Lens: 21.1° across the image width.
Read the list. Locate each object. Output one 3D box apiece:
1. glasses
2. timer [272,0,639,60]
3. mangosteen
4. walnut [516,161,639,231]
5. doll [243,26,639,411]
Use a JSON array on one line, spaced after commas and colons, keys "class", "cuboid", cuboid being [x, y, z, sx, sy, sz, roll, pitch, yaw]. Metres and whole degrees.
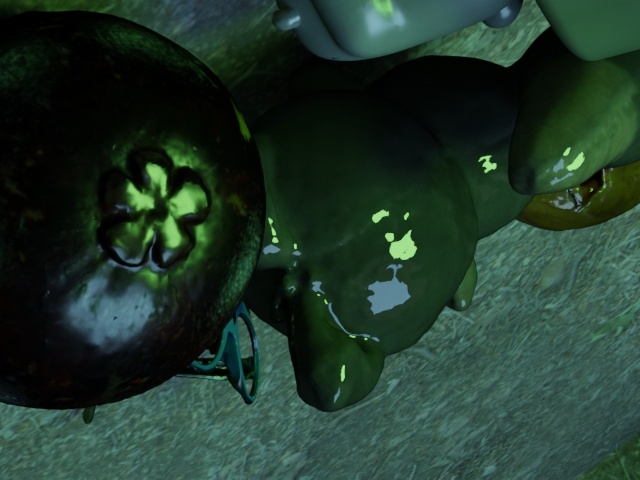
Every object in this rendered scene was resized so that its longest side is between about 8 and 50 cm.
[{"class": "glasses", "cuboid": [-0.149, 0.128, 1.637, 0.207, 0.102, 0.239, -40, 156, 5]}, {"class": "timer", "cuboid": [0.108, -0.231, 1.222, 0.315, 0.290, 0.291, -23, 159, 16]}, {"class": "mangosteen", "cuboid": [-0.178, -0.020, 1.177, 0.288, 0.288, 0.288, -30, 154, -16]}, {"class": "walnut", "cuboid": [0.278, -0.081, 1.825, 0.245, 0.137, 0.137, -15, 147, -34]}, {"class": "doll", "cuboid": [0.078, -0.065, 1.362, 0.378, 0.252, 0.382, -45, 180, 42]}]
